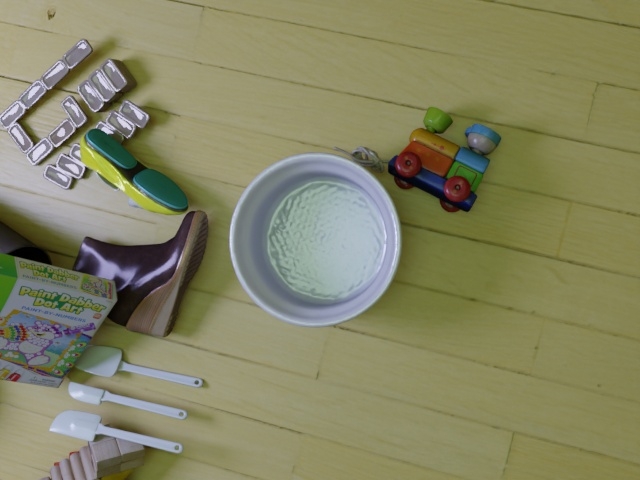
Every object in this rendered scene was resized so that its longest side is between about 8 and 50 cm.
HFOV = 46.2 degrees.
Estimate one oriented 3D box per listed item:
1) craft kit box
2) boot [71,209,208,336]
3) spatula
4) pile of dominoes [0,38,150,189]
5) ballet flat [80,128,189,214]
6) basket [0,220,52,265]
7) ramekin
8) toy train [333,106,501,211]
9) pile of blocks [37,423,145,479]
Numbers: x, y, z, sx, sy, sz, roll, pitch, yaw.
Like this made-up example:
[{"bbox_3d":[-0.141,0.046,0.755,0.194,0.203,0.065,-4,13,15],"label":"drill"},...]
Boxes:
[{"bbox_3d":[-0.507,0.136,1.250,0.246,0.250,0.061,-53,39,25],"label":"craft kit box"},{"bbox_3d":[-0.325,0.032,1.318,0.207,0.090,0.248,23,97,6],"label":"boot"},{"bbox_3d":[-0.338,0.280,1.325,0.242,0.019,0.168,10,60,9],"label":"spatula"},{"bbox_3d":[-0.443,-0.224,1.377,0.251,0.040,0.196,-37,88,15],"label":"pile of dominoes"},{"bbox_3d":[-0.331,-0.104,1.321,0.231,0.077,0.077,38,125,5],"label":"ballet flat"},{"bbox_3d":[-0.615,0.022,1.333,0.227,0.204,0.154,35,57,16],"label":"basket"},{"bbox_3d":[0.000,0.000,1.245,0.277,0.135,0.277,0,89,9],"label":"ramekin"},{"bbox_3d":[0.163,-0.160,1.242,0.248,0.105,0.143,28,84,8],"label":"toy train"},{"bbox_3d":[-0.456,0.462,1.346,0.362,0.149,0.112,-39,41,-2],"label":"pile of blocks"}]
